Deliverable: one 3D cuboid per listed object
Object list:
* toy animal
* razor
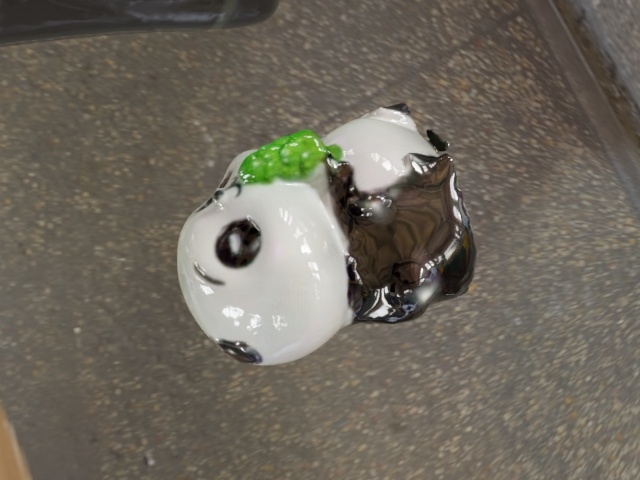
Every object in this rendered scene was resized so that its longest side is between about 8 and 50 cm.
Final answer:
[{"bbox_3d":[-0.002,-0.007,1.226,0.267,0.212,0.212,-15,85,-13],"label":"toy animal"},{"bbox_3d":[-0.185,-0.286,1.294,0.113,0.349,0.204,58,144,34],"label":"razor"}]
